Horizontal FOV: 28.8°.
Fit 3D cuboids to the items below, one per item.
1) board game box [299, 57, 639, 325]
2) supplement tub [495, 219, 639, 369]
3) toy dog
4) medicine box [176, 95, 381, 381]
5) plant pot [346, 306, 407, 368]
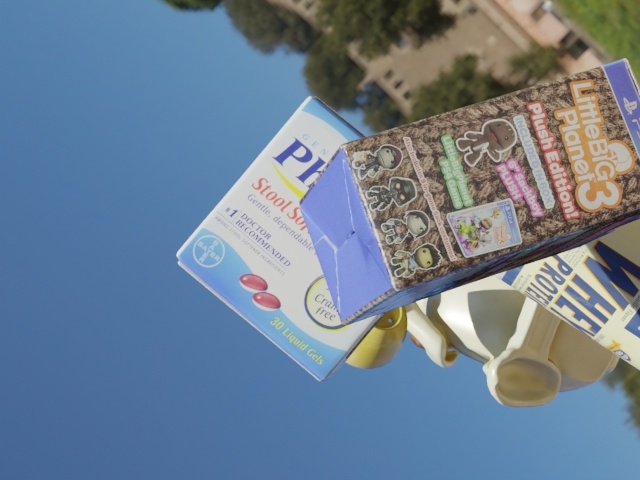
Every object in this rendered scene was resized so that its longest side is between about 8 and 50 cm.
[{"bbox_3d":[0.152,-0.040,1.211,0.232,0.291,0.141,135,117,-74],"label":"board game box"},{"bbox_3d":[0.389,0.021,1.502,0.325,0.235,0.235,34,-166,9],"label":"supplement tub"},{"bbox_3d":[0.301,0.102,2.186,0.395,0.284,0.408,11,-175,-40],"label":"toy dog"},{"bbox_3d":[0.000,0.000,1.700,0.263,0.289,0.149,39,180,6],"label":"medicine box"},{"bbox_3d":[0.083,0.123,1.948,0.134,0.134,0.095,46,152,5],"label":"plant pot"}]
